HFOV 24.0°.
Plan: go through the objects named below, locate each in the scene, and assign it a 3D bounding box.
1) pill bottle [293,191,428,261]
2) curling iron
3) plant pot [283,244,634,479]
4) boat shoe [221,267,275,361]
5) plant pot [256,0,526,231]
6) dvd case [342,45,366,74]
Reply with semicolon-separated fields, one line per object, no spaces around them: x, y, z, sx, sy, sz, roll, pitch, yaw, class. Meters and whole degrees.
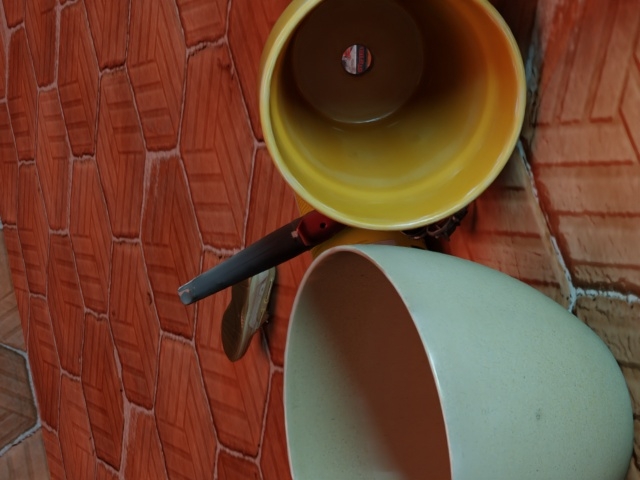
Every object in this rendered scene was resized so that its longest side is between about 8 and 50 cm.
0.033;-0.025;1.359;0.103;0.103;0.184;125;135;-57;pill bottle
0.000;0.000;1.284;0.035;0.274;0.068;43;-150;-64;curling iron
0.112;0.136;1.096;0.284;0.190;0.284;174;90;-67;plant pot
-0.080;0.082;1.724;0.050;0.045;0.135;51;137;40;boat shoe
0.045;-0.132;1.222;0.188;0.205;0.205;-112;24;-71;plant pot
0.022;-0.191;1.467;0.087;0.013;0.120;-152;59;-63;dvd case
